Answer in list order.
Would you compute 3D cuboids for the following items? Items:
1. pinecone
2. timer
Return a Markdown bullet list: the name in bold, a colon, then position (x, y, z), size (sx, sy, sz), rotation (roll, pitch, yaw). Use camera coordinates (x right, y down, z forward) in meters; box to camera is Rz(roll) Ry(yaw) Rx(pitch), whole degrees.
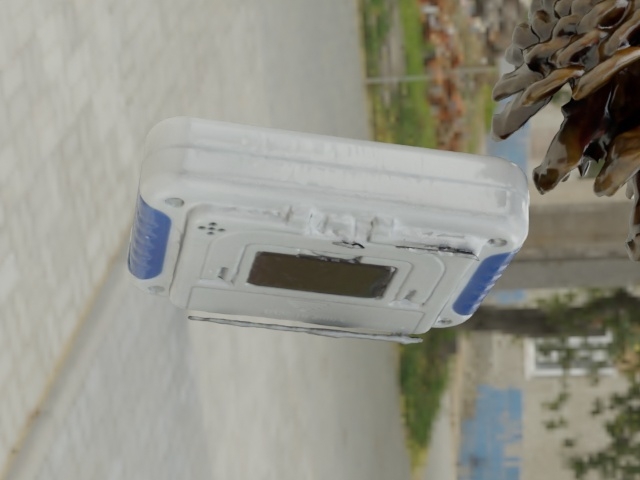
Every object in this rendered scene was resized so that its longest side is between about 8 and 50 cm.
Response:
- **pinecone**: position (0.252, -0.089, 0.956), size (0.309, 0.244, 0.244), rotation (48, 16, -3)
- **timer**: position (0.000, 0.000, 0.972), size (0.178, 0.253, 0.078), rotation (112, -17, -62)
